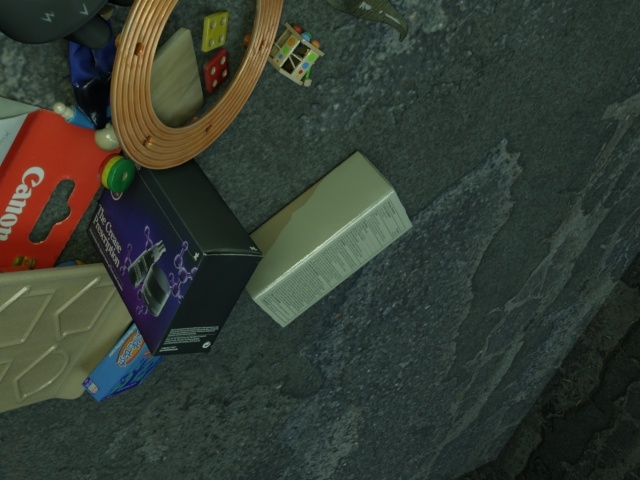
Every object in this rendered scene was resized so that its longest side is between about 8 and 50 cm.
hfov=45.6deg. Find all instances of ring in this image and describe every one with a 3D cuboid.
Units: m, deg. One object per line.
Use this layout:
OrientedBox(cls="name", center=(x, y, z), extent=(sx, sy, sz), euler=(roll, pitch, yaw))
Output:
OrientedBox(cls="ring", center=(-0.147, -0.243, 0.937), extent=(0.336, 0.032, 0.336), euler=(-54, 163, -25))

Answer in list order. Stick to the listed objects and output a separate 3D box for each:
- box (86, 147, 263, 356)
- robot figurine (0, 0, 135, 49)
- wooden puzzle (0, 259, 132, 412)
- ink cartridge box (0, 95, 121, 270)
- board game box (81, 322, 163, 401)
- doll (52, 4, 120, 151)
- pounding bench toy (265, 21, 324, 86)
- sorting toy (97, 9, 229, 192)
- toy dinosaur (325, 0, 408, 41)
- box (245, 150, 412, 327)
OrientedBox(cls="box", center=(-0.213, 0.003, 1.065), extent=(0.103, 0.261, 0.184), euler=(5, 126, -45))
OrientedBox(cls="robot figurine", center=(-0.295, -0.300, 0.720), extent=(0.173, 0.209, 0.278), euler=(-15, 151, 19))
OrientedBox(cls="wooden puzzle", center=(-0.454, 0.143, 1.135), extent=(0.348, 0.080, 0.322), euler=(0, 132, -56))
OrientedBox(cls="ink cartridge box", center=(-0.458, -0.037, 0.948), extent=(0.385, 0.091, 0.308), euler=(13, 121, -47))
OrientedBox(cls="board game box", center=(-0.294, 0.173, 1.308), extent=(0.210, 0.047, 0.160), euler=(-49, 171, 8))
OrientedBox(cls="doll", center=(-0.280, -0.192, 0.947), extent=(0.129, 0.046, 0.189), euler=(-48, 152, -39))
OrientedBox(cls="pounding bench toy", center=(-0.028, -0.268, 1.108), extent=(0.065, 0.052, 0.083), euler=(-50, 144, 15))
OrientedBox(cls="sorting toy", center=(-0.210, -0.196, 0.984), extent=(0.274, 0.046, 0.132), euler=(-54, 160, -29))
OrientedBox(cls="toy dinosaur", center=(0.040, -0.384, 1.013), extent=(0.160, 0.121, 0.313), euler=(-26, 150, 3))
OrientedBox(cls="box", center=(0.000, 0.000, 1.379), extent=(0.311, 0.121, 0.148), euler=(-37, 146, -2))
